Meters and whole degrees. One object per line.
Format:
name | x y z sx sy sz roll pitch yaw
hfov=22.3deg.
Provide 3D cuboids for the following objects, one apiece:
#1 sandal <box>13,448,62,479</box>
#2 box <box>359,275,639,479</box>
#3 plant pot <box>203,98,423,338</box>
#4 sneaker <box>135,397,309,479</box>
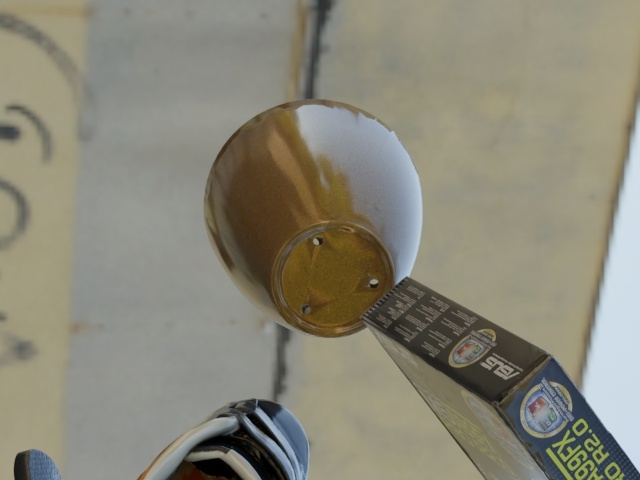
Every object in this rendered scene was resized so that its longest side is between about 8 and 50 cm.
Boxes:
sandal | -0.312 0.341 1.852 0.097 0.055 0.254 -93 173 -49
box | 0.159 0.151 1.313 0.216 0.060 0.270 52 -9 -22
plant pot | 0.000 0.000 1.631 0.254 0.237 0.237 -102 -164 -73
sneaker | -0.071 0.206 1.371 0.126 0.321 0.127 49 -59 2
